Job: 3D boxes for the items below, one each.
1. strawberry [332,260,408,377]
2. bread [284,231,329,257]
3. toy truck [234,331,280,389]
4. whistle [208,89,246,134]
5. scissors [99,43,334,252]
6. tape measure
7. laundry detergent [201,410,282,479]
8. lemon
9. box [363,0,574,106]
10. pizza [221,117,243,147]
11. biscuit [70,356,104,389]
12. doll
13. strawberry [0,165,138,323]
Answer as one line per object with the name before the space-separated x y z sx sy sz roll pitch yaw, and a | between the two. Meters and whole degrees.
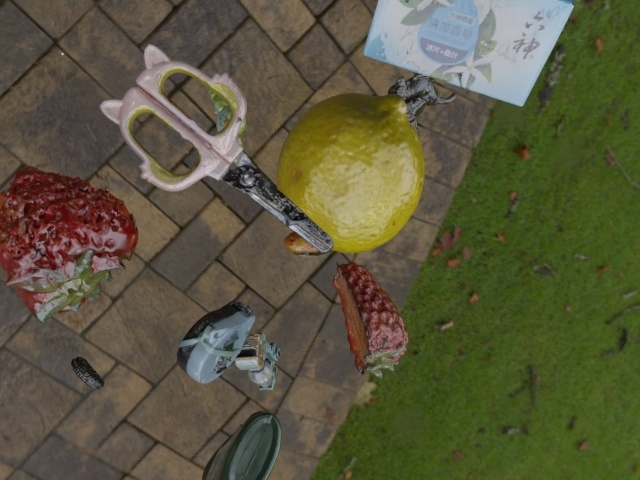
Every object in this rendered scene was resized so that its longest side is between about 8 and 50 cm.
strawberry | 0.140 0.206 1.554 0.150 0.280 0.254 -12 130 -9
bread | -0.008 -0.001 2.004 0.268 0.139 0.095 -11 106 -36
toy truck | -0.210 0.408 2.008 0.107 0.140 0.257 -6 152 11
whistle | -0.305 -0.414 1.928 0.104 0.198 0.057 -41 154 23
scissors | -0.106 -0.091 0.709 0.317 0.024 0.160 39 91 -7
tape measure | -0.258 0.255 1.453 0.182 0.107 0.181 -27 143 -56
laundry detergent | -0.120 0.315 0.847 0.063 0.211 0.137 28 57 -7
lemon | 0.048 -0.110 0.925 0.228 0.228 0.254 2 114 -24
box | 0.187 -0.287 0.783 0.232 0.083 0.143 20 131 3
pizza | -0.210 -0.251 1.430 0.025 0.078 0.083 -30 113 -8
biscuit | -0.528 0.302 1.357 0.027 0.087 0.089 -41 143 -10
doll | 0.169 -0.249 1.103 0.165 0.057 0.139 3 134 -50
strawberry | -0.354 -0.009 0.812 0.184 0.187 0.201 -31 78 -30
